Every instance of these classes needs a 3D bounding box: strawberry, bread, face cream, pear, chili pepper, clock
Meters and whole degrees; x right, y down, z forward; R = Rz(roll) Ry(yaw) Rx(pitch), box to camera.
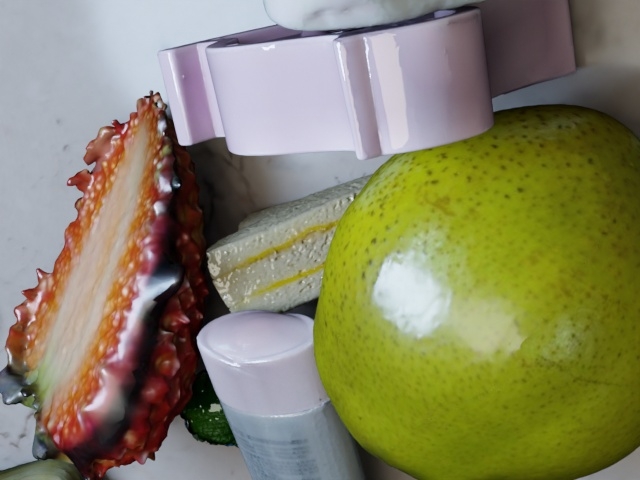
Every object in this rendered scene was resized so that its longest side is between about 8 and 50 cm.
[{"bbox_3d":[-0.143,0.044,1.158,0.306,0.138,0.233,-63,35,9],"label":"strawberry"},{"bbox_3d":[0.000,0.005,1.123,0.152,0.105,0.077,-19,103,24],"label":"bread"},{"bbox_3d":[-0.015,0.177,1.134,0.107,0.073,0.269,0,126,25],"label":"face cream"},{"bbox_3d":[0.140,0.041,0.994,0.294,0.294,0.294,5,105,19],"label":"pear"},{"bbox_3d":[-0.014,0.125,1.183,0.224,0.061,0.098,-19,107,20],"label":"chili pepper"},{"bbox_3d":[0.071,-0.126,0.976,0.275,0.290,0.080,13,117,60],"label":"clock"}]

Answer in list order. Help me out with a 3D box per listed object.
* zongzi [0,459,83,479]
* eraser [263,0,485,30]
[{"bbox_3d":[-0.313,0.241,1.309,0.197,0.099,0.194,49,114,11],"label":"zongzi"},{"bbox_3d":[0.060,-0.270,0.948,0.331,0.331,0.150,4,121,19],"label":"eraser"}]
